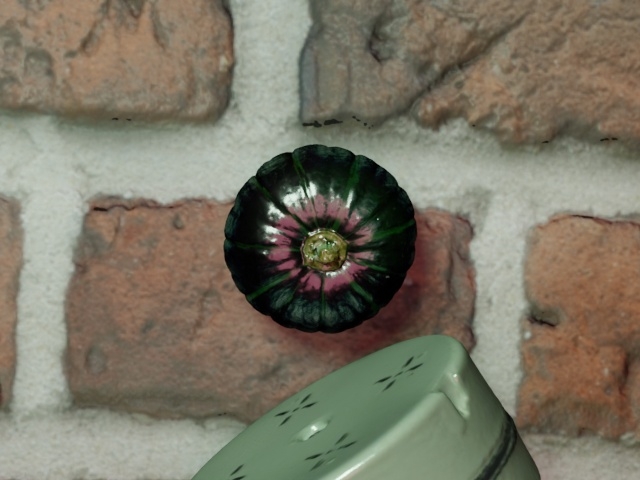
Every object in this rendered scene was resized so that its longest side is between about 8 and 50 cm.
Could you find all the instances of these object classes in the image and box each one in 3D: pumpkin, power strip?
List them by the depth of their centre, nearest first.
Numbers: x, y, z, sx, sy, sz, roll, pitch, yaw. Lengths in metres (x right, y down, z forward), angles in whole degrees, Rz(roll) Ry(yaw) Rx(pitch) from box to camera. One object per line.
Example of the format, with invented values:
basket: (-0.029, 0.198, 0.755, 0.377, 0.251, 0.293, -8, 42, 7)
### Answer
power strip: (0.026, 0.249, 0.978, 0.358, 0.357, 0.161, -31, 96, 2)
pumpkin: (0.000, 0.000, 1.034, 0.202, 0.140, 0.201, 0, 100, 0)
